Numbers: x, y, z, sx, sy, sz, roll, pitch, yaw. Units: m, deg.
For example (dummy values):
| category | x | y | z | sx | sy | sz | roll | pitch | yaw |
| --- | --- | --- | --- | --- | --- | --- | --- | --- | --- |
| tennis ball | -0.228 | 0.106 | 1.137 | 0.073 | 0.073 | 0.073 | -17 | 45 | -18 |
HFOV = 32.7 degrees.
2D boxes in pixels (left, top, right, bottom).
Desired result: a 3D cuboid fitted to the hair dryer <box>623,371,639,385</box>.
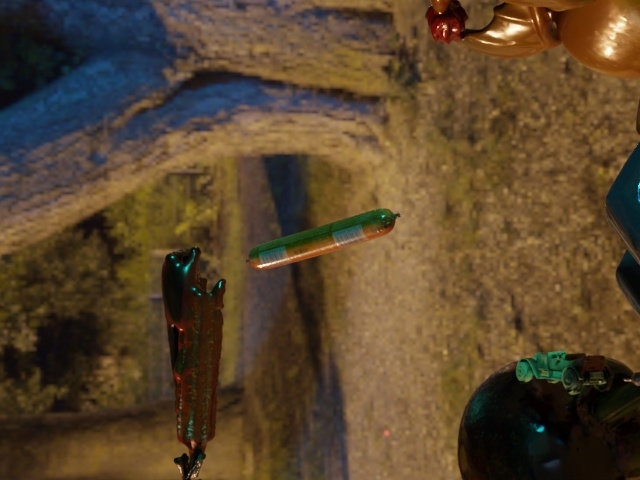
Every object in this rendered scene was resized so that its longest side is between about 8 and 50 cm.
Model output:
| category | x | y | z | sx | sy | sz | roll | pitch | yaw |
| --- | --- | --- | --- | --- | --- | --- | --- | --- | --- |
| hair dryer | 0.431 | 0.162 | 1.350 | 0.037 | 0.114 | 0.063 | 61 | -151 | -34 |

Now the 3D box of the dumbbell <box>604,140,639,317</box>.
| category | x | y | z | sx | sy | sz | roll | pitch | yaw |
| --- | --- | --- | --- | --- | --- | --- | --- | --- | --- |
| dumbbell | 0.418 | 0.002 | 1.269 | 0.325 | 0.160 | 0.144 | 47 | -138 | -64 |

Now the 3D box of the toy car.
| category | x | y | z | sx | sy | sz | roll | pitch | yaw |
| --- | --- | --- | --- | --- | --- | --- | --- | --- | --- |
| toy car | 0.339 | 0.181 | 1.524 | 0.143 | 0.073 | 0.054 | 2 | 91 | 64 |

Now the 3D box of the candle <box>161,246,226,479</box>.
| category | x | y | z | sx | sy | sz | roll | pitch | yaw |
| --- | --- | --- | --- | --- | --- | --- | --- | --- | --- |
| candle | -0.155 | 0.155 | 1.312 | 0.084 | 0.059 | 0.302 | 10 | 103 | 36 |

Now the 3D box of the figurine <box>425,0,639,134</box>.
| category | x | y | z | sx | sy | sz | roll | pitch | yaw |
| --- | --- | --- | --- | --- | --- | --- | --- | --- | --- |
| figurine | 0.334 | -0.345 | 1.462 | 0.268 | 0.387 | 0.401 | -63 | -3 | -13 |

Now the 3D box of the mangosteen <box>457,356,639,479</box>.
| category | x | y | z | sx | sy | sz | roll | pitch | yaw |
| --- | --- | --- | --- | --- | --- | --- | --- | --- | --- |
| mangosteen | 0.383 | 0.324 | 1.711 | 0.359 | 0.306 | 0.306 | -34 | 55 | 56 |

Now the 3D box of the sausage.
| category | x | y | z | sx | sy | sz | roll | pitch | yaw |
| --- | --- | --- | --- | --- | --- | --- | --- | --- | --- |
| sausage | 0.000 | 0.000 | 2.058 | 0.053 | 0.347 | 0.053 | 33 | -131 | -48 |
